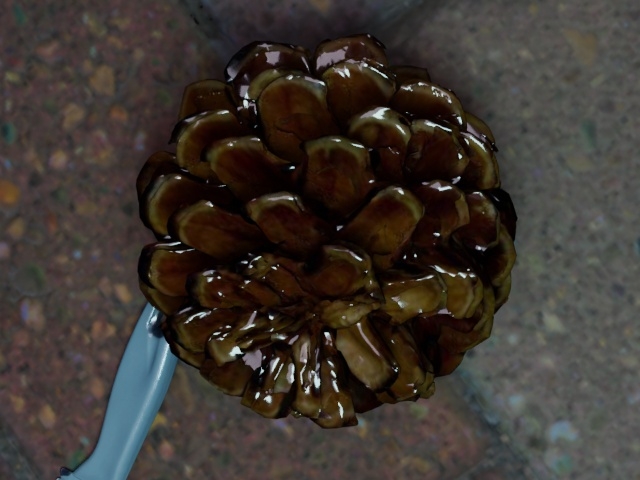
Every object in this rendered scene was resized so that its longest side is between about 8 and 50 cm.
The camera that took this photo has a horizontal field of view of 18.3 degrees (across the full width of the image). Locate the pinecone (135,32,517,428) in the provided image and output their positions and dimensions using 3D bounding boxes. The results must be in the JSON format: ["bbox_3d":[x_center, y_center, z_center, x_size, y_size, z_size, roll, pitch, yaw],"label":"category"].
[{"bbox_3d":[0.000,0.000,1.083,0.221,0.221,0.221,0,92,10],"label":"pinecone"}]

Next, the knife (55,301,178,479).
[{"bbox_3d":[-0.143,0.155,1.206,0.044,0.019,0.313,25,96,16],"label":"knife"}]
